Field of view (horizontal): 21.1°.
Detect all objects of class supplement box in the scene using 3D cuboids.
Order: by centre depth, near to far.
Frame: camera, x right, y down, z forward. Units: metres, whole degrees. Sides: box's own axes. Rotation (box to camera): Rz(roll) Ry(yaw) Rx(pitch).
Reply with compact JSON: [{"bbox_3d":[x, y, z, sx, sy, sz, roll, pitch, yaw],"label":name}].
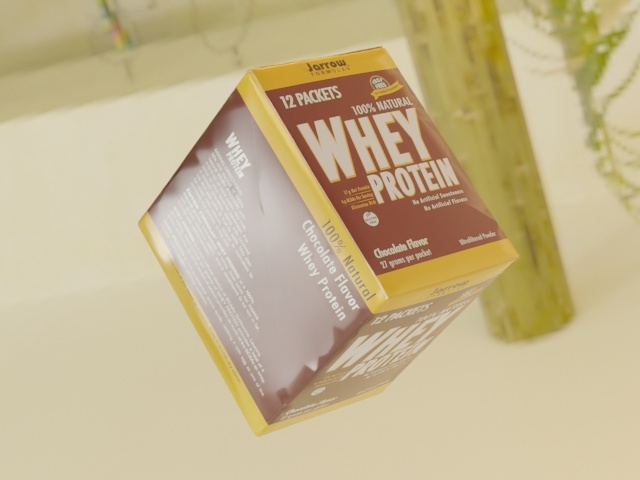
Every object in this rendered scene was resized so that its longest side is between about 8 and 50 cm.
[{"bbox_3d":[0.000,0.000,1.227,0.129,0.191,0.194,-15,156,-40],"label":"supplement box"}]
